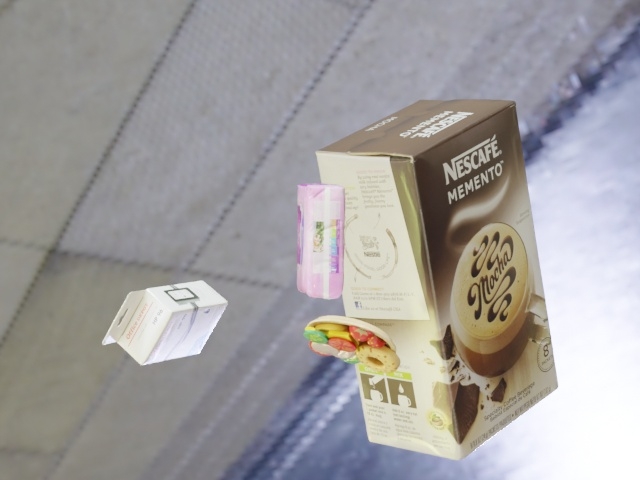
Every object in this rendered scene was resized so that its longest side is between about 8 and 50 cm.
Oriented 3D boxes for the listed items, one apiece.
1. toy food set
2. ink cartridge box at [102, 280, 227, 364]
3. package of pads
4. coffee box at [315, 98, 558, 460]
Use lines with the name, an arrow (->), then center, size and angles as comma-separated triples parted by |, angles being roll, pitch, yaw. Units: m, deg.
toy food set -> 0.025, 0.089, 1.550 | 0.082, 0.020, 0.083 | 7, 156, 23
ink cartridge box -> -0.107, 0.057, 1.240 | 0.083, 0.028, 0.048 | -8, 132, -57
package of pads -> 0.000, 0.000, 1.307 | 0.032, 0.083, 0.050 | 0, -177, -11
coffee box -> 0.114, 0.031, 1.685 | 0.119, 0.297, 0.168 | 6, -155, 41
